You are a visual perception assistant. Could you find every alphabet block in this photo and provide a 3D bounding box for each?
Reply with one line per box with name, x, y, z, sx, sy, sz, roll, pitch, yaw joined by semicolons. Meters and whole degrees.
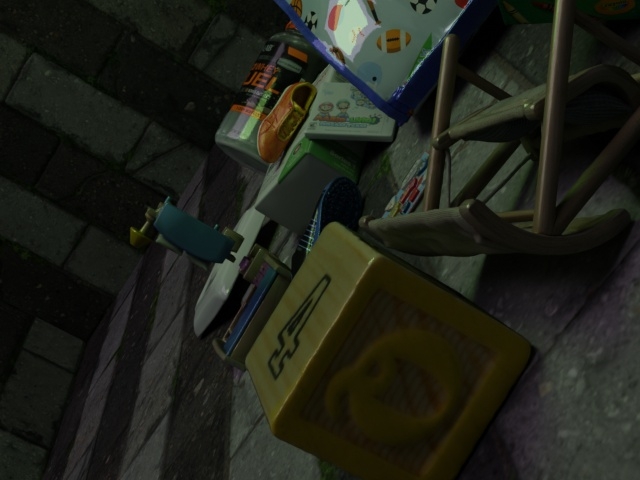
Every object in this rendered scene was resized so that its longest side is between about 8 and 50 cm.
alphabet block;0.057;0.117;0.925;0.193;0.192;0.197;-61;16;4

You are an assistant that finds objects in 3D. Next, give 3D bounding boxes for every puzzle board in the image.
puzzle board;0.131;-0.073;1.359;0.128;0.011;0.096;-57;16;8

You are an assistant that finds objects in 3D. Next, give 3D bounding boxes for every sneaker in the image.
sneaker;-0.065;-0.223;1.707;0.067;0.064;0.175;-2;61;59
sneaker;0.000;0.000;1.502;0.090;0.081;0.232;-30;34;48

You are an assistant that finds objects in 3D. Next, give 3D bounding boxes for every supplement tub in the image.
supplement tub;-0.074;-0.317;2.068;0.338;0.207;0.207;-62;16;-8

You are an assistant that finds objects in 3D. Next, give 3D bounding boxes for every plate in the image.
plate;-0.204;0.053;2.035;0.278;0.045;0.277;-50;16;59

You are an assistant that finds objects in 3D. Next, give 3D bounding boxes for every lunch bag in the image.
lunch bag;0.140;-0.404;1.500;0.328;0.239;0.385;-53;40;18

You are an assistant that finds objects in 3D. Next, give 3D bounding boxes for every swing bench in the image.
swing bench;0.195;-0.089;0.925;0.255;0.165;0.253;-66;17;-9

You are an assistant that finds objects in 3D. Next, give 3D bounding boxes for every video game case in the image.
video game case;0.062;-0.229;1.632;0.019;0.157;0.143;79;-159;-46

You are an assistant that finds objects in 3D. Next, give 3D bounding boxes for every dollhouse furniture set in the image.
dollhouse furniture set;-0.236;0.059;1.716;0.198;0.303;0.286;-59;16;1

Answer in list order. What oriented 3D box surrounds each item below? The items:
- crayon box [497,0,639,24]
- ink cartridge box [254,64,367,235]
crayon box;0.313;-0.374;1.062;0.165;0.081;0.278;4;57;29
ink cartridge box;-0.002;-0.181;1.765;0.201;0.117;0.278;-43;23;45
